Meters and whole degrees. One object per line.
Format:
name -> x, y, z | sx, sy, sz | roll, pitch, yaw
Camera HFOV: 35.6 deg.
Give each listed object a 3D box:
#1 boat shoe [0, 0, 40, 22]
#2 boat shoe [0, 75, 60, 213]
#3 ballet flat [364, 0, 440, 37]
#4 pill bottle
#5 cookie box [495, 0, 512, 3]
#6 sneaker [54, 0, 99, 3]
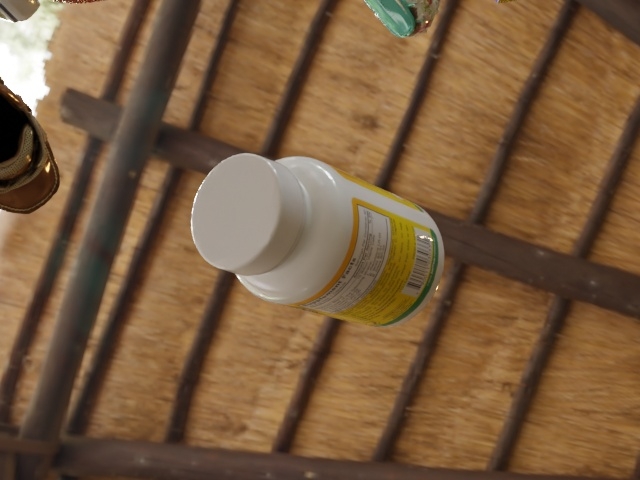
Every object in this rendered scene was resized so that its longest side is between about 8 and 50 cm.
boat shoe -> -0.366, -0.269, 0.860 | 0.094, 0.302, 0.109 | -43, -120, 4
boat shoe -> -0.311, -0.089, 0.908 | 0.116, 0.324, 0.123 | 41, -98, 18
ballet flat -> 0.042, -0.319, 1.045 | 0.077, 0.241, 0.091 | -49, -161, -24
pill bottle -> 0.000, 0.000, 0.797 | 0.117, 0.208, 0.117 | -10, -108, 35
cookie box -> 0.269, -0.358, 1.266 | 0.040, 0.092, 0.107 | 59, -33, 25
sneaker -> -0.309, -0.299, 1.092 | 0.064, 0.175, 0.067 | -108, -149, -84
